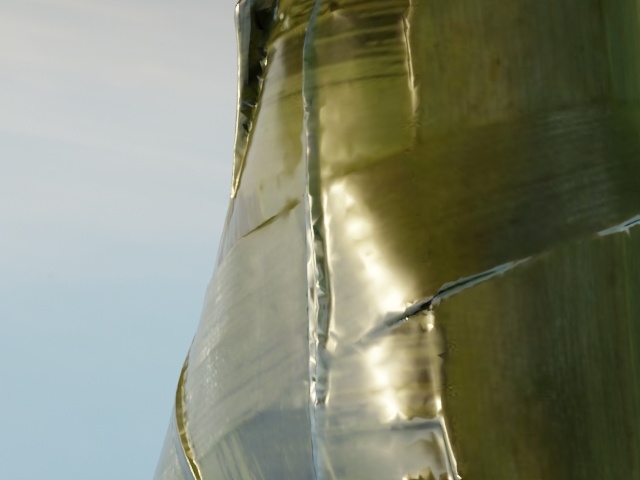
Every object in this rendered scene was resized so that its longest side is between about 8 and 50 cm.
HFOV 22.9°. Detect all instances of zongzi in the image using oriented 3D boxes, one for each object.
[{"bbox_3d":[0.000,0.000,0.557,0.125,0.250,0.274,4,169,-36],"label":"zongzi"}]
